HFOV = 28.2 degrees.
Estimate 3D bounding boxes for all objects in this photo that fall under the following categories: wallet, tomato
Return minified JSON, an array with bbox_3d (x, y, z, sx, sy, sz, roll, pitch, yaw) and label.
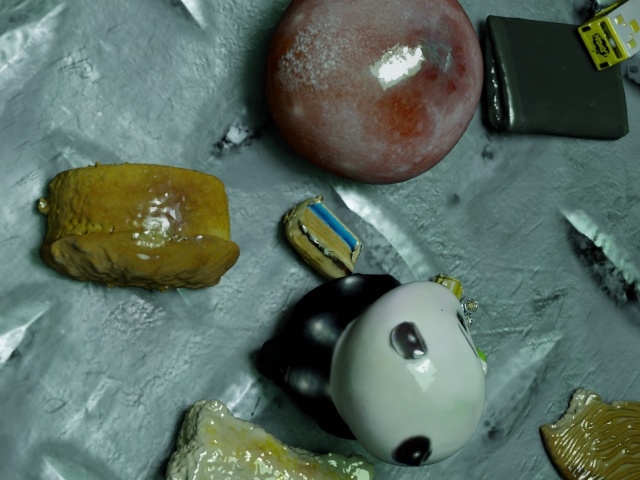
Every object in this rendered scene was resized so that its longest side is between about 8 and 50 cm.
[{"bbox_3d":[0.328,-0.221,1.765,0.245,0.052,0.169,1,79,-33],"label":"wallet"},{"bbox_3d":[0.072,-0.205,1.534,0.270,0.227,0.270,3,84,-29],"label":"tomato"}]

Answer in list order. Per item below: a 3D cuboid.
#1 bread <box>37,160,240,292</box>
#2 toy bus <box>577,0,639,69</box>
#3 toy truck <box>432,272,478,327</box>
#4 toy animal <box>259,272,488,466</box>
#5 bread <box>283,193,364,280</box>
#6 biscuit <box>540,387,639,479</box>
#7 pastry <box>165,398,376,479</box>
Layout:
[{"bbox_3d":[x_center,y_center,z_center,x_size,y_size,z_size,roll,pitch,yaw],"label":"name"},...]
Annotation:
[{"bbox_3d":[-0.194,-0.021,1.437,0.229,0.139,0.143,2,75,-27],"label":"bread"},{"bbox_3d":[0.458,-0.324,1.815,0.226,0.074,0.081,-33,97,-34],"label":"toy bus"},{"bbox_3d":[0.154,0.108,1.637,0.062,0.052,0.123,29,71,-17],"label":"toy truck"},{"bbox_3d":[0.086,0.145,1.473,0.212,0.266,0.213,-9,106,-36],"label":"toy animal"},{"bbox_3d":[0.000,0.000,1.574,0.106,0.053,0.072,44,45,-19],"label":"bread"},{"bbox_3d":[0.415,0.271,1.761,0.228,0.031,0.176,-27,98,-26],"label":"biscuit"},{"bbox_3d":[-0.057,0.274,1.493,0.258,0.089,0.122,23,72,-24],"label":"pastry"}]
